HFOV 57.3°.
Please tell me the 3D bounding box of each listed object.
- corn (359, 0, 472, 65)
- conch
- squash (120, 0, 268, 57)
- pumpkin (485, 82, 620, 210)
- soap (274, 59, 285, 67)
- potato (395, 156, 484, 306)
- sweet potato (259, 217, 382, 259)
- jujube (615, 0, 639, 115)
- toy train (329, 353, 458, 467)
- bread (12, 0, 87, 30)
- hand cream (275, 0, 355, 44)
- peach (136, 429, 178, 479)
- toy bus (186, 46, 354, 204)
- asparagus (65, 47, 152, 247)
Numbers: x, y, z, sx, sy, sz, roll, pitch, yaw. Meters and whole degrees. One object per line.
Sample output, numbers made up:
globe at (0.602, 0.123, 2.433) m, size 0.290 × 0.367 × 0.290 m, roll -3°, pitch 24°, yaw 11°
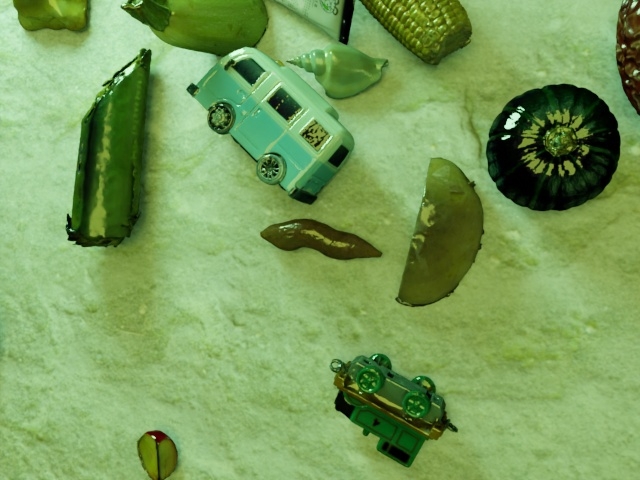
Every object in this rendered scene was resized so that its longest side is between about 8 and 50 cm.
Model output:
corn at (0.115, -0.440, 0.984) m, size 0.131 × 0.131 × 0.344 m, roll -39°, pitch 81°, yaw 7°
conch at (0.028, -0.299, 1.022) m, size 0.180 × 0.065 × 0.088 m, roll 6°, pitch 85°, yaw 4°
squash at (-0.215, -0.366, 1.003) m, size 0.137 × 0.287 × 0.137 m, roll 12°, pitch 118°, yaw 24°
pumpkin at (0.357, -0.142, 0.902) m, size 0.202 × 0.140 × 0.201 m, roll 0°, pitch 88°, yaw 13°
soap at (-0.066, -0.291, 1.068) m, size 0.034 × 0.012 × 0.089 m, roll -34°, pitch 79°, yaw 10°
potato at (0.203, -0.011, 0.943) m, size 0.120 × 0.100 × 0.261 m, roll 13°, pitch 89°, yaw 13°
sweet potato at (-0.001, -0.003, 1.008) m, size 0.219 × 0.051 × 0.065 m, roll 9°, pitch 129°, yaw 13°
jujube at (0.531, -0.284, 0.839) m, size 0.213 × 0.213 × 0.232 m, roll -13°, pitch 84°, yaw 11°
toy train at (0.108, 0.272, 0.949) m, size 0.228 × 0.091 × 0.136 m, roll 24°, pitch 101°, yaw 13°
bread at (-0.537, -0.536, 1.153) m, size 0.161 × 0.088 × 0.233 m, roll 3°, pitch 89°, yaw 8°
hand cream at (-0.072, -0.474, 1.035) m, size 0.336 × 0.121 × 0.076 m, roll 36°, pitch 54°, yaw 20°
peach at (-0.285, 0.380, 1.041) m, size 0.077 × 0.050 × 0.083 m, roll -46°, pitch 67°, yaw 29°
toy bus at (-0.078, -0.207, 1.001) m, size 0.271 × 0.133 × 0.165 m, roll 46°, pitch 99°, yaw 12°
asparagus at (-0.387, -0.175, 1.083) m, size 0.129 × 0.108 × 0.381 m, roll 3°, pitch 84°, yaw 14°
